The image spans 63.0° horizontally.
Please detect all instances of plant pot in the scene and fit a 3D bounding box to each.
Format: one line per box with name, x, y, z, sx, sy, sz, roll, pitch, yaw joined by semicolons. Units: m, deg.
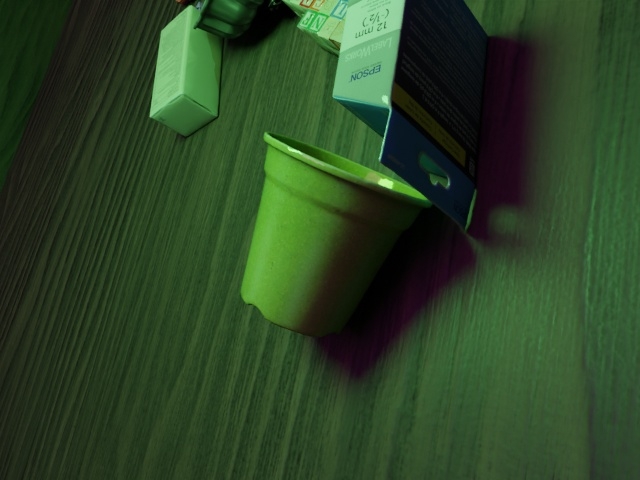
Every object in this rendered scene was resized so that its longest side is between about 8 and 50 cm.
plant pot;0.000;0.000;0.820;0.276;0.276;0.254;34;108;45

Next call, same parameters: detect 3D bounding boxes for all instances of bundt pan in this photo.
bundt pan;-0.193;-0.651;1.301;0.331;0.124;0.331;-48;28;37

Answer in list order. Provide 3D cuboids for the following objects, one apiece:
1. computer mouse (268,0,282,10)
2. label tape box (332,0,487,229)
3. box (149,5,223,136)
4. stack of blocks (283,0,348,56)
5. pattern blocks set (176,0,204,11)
computer mouse;-0.050;-0.674;1.217;0.184;0.060;0.262;-86;18;-52
label tape box;0.137;-0.215;0.769;0.115;0.249;0.348;-3;70;41
box;-0.359;-0.458;1.418;0.147;0.121;0.311;-20;60;35
stack of blocks;0.036;-0.494;1.098;0.171;0.087;0.297;-54;45;8
pattern blocks set;-0.322;-0.844;1.581;0.285;0.026;0.325;43;111;36
